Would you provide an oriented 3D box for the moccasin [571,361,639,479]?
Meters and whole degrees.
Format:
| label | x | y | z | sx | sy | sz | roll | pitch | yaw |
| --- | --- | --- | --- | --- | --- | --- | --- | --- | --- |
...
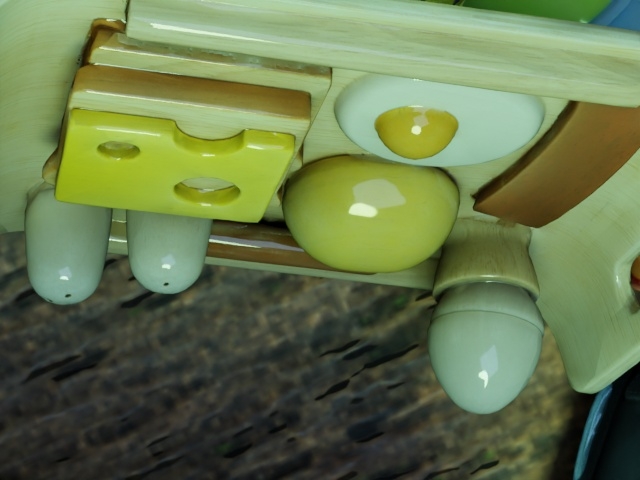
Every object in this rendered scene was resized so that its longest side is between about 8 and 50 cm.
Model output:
| label | x | y | z | sx | sy | sz | roll | pitch | yaw |
| --- | --- | --- | --- | --- | --- | --- | --- | --- | --- |
| moccasin | 0.154 | 0.210 | 0.777 | 0.138 | 0.117 | 0.342 | 8 | 108 | -21 |

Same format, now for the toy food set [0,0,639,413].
| label | x | y | z | sx | sy | sz | roll | pitch | yaw |
| --- | --- | --- | --- | --- | --- | --- | --- | --- | --- |
| toy food set | 0.000 | 0.000 | 0.637 | 0.306 | 0.219 | 0.092 | 6 | 66 | -12 |

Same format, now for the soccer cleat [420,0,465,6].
| label | x | y | z | sx | sy | sz | roll | pitch | yaw |
| --- | --- | --- | --- | --- | --- | --- | --- | --- | --- |
| soccer cleat | 0.021 | -0.107 | 0.623 | 0.121 | 0.289 | 0.093 | 32 | 53 | -35 |

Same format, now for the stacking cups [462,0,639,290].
| label | x | y | z | sx | sy | sz | roll | pitch | yaw |
| --- | --- | --- | --- | --- | --- | --- | --- | --- | --- |
| stacking cups | 0.115 | -0.068 | 0.708 | 0.096 | 0.096 | 0.316 | -36 | 107 | 1 |
